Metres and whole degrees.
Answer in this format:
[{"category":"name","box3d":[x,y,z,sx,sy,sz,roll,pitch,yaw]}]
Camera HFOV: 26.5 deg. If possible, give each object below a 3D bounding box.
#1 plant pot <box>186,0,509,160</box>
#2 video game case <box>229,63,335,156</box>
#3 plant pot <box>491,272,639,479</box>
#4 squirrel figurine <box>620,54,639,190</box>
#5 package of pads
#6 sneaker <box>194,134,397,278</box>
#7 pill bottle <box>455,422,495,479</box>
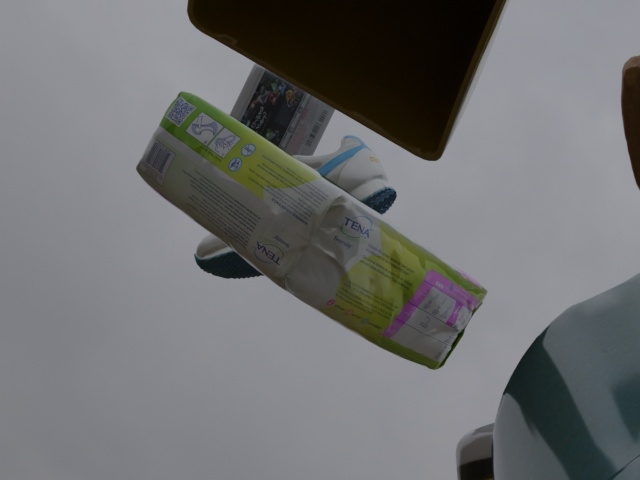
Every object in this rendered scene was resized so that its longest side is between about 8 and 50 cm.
[{"category":"plant pot","box3d":[0.054,-0.223,0.933,0.212,0.187,0.212,30,-33,9]},{"category":"video game case","box3d":[-0.073,-0.128,1.856,0.022,0.190,0.173,30,5,38]},{"category":"plant pot","box3d":[0.239,0.182,0.743,0.341,0.341,0.334,34,15,-12]},{"category":"squirrel figurine","box3d":[0.522,-0.080,1.546,0.281,0.370,0.397,0,-68,23]},{"category":"package of pads","box3d":[0.000,0.000,1.238,0.229,0.101,0.296,35,3,37]},{"category":"sneaker","box3d":[-0.036,-0.033,1.490,0.087,0.229,0.092,67,-3,-67]},{"category":"pill bottle","box3d":[0.210,0.306,1.041,0.188,0.333,0.188,-4,-16,-1]}]
